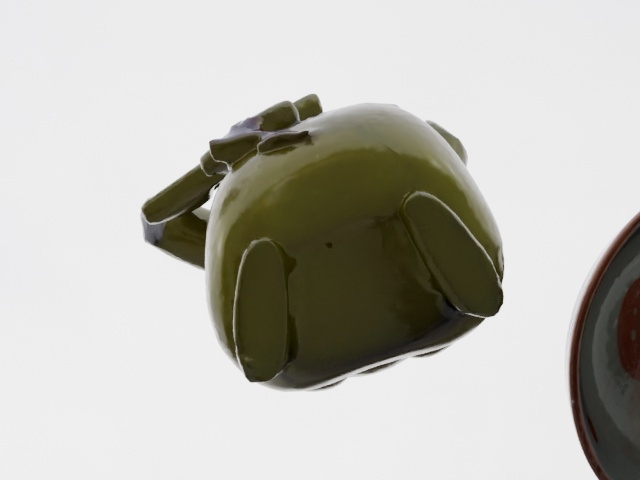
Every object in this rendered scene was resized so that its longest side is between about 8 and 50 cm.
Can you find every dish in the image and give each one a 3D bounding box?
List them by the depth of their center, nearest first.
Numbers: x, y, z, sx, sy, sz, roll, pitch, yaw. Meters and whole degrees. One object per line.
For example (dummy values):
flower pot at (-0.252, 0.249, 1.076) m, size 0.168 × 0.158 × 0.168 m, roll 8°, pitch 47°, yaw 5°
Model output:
dish at (0.265, 0.073, 1.449) m, size 0.260 × 0.085 × 0.260 m, roll -6°, pitch -77°, yaw -28°

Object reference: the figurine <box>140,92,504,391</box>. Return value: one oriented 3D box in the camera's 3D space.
figurine at (0.000, 0.000, 1.160) m, size 0.218 × 0.327 × 0.169 m, roll -13°, pitch -93°, yaw -1°
